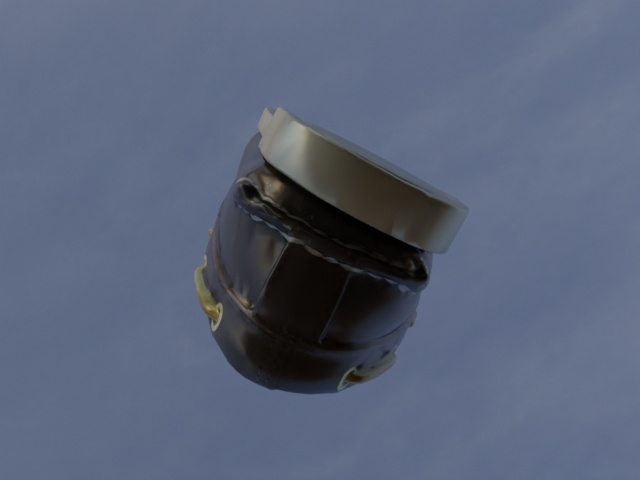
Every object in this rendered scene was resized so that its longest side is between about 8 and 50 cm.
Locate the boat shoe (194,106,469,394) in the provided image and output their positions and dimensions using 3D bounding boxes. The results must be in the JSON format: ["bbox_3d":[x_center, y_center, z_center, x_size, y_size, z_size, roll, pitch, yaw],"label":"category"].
[{"bbox_3d":[0.000,0.000,0.435,0.081,0.228,0.069,28,-86,1],"label":"boat shoe"}]
